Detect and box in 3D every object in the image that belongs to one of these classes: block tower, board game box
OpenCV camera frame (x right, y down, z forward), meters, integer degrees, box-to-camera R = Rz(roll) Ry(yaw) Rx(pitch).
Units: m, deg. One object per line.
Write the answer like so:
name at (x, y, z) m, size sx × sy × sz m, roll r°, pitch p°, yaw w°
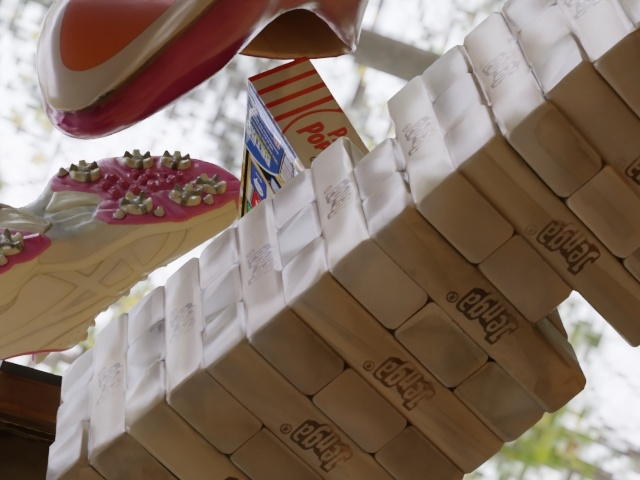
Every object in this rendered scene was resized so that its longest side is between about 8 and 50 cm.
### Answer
block tower at (0.053, -0.001, 0.651) m, size 0.335 × 0.097 × 0.091 m, roll -41°, pitch 21°, yaw 14°
board game box at (0.000, 0.000, 1.261) m, size 0.045 × 0.147 × 0.193 m, roll -23°, pitch -26°, yaw -18°

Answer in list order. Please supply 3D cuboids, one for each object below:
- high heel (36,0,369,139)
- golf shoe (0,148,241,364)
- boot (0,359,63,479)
high heel at (-0.049, -0.116, 1.225) m, size 0.377 × 0.127 × 0.181 m, roll -55°, pitch -44°, yaw -49°
golf shoe at (-0.199, 0.018, 1.628) m, size 0.306 × 0.115 × 0.140 m, roll -18°, pitch -51°, yaw -29°
boot at (-0.186, 0.085, 0.740) m, size 0.219 × 0.082 × 0.106 m, roll 15°, pitch -98°, yaw -26°
